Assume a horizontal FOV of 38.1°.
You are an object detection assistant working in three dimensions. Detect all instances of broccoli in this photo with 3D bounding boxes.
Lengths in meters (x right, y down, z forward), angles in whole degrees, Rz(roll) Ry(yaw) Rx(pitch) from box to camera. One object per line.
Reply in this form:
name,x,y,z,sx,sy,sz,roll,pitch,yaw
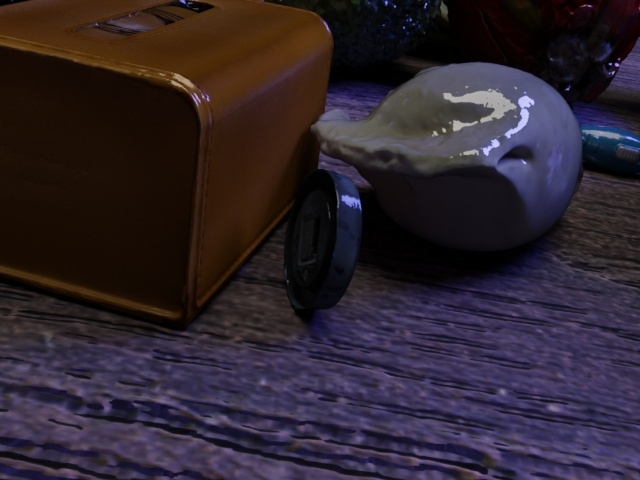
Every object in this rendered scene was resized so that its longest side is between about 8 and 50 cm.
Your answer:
broccoli,0.008,-0.376,1.067,0.274,0.397,0.353,-36,50,-26

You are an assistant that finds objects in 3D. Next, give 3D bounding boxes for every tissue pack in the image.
tissue pack,-0.119,-0.082,0.620,0.194,0.145,0.274,12,22,11

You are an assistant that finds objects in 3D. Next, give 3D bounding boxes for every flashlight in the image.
flashlight,0.276,-0.095,0.919,0.129,0.051,0.051,14,23,3

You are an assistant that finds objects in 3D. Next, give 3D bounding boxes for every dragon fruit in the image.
dragon fruit,0.277,-0.326,1.135,0.277,0.277,0.343,5,40,-9

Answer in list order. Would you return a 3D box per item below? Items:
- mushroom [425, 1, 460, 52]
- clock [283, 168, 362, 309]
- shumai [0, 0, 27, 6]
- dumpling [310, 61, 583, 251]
mushroom,0.206,-0.361,1.353,0.267,0.190,0.164,-16,10,-26
clock,0.000,0.000,0.547,0.017,0.085,0.085,9,22,-22
shumai,-0.338,-0.173,0.608,0.346,0.217,0.283,-12,21,26
dumpling,0.098,-0.064,0.689,0.179,0.132,0.252,9,10,34
